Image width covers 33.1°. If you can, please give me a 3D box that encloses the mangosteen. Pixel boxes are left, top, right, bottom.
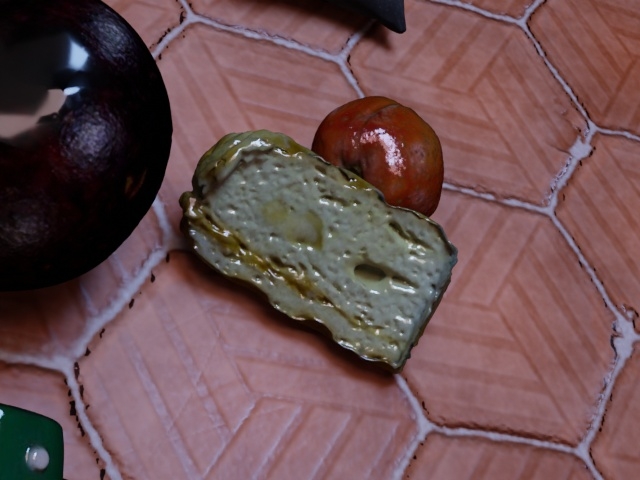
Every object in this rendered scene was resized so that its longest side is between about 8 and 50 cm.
[{"bbox_3d":[-0.227,-0.090,0.727,0.265,0.228,0.228,45,44,-34],"label":"mangosteen"}]

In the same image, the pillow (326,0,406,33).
[{"bbox_3d":[0.012,-0.336,1.090,0.186,0.106,0.250,17,56,-24],"label":"pillow"}]

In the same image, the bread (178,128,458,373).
[{"bbox_3d":[0.000,0.000,0.865,0.232,0.128,0.088,30,14,-8],"label":"bread"}]

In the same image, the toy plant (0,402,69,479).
[{"bbox_3d":[-0.204,0.217,0.610,0.232,0.112,0.243,52,46,-26],"label":"toy plant"}]

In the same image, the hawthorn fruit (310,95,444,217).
[{"bbox_3d":[0.049,-0.063,0.924,0.128,0.128,0.128,12,55,-18],"label":"hawthorn fruit"}]
